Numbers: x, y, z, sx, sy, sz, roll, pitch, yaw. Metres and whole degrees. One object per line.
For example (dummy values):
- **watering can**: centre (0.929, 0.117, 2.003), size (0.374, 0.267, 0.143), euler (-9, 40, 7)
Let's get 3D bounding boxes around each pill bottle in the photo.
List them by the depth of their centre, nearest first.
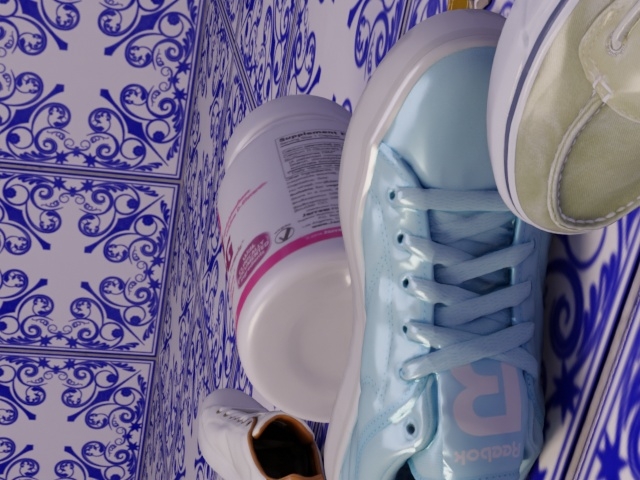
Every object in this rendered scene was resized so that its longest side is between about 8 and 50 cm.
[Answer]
- **pill bottle**: centre (0.000, 0.000, 0.927), size (0.283, 0.160, 0.160), euler (-106, 25, -57)

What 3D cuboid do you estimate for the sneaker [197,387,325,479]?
- **sneaker**: centre (-0.053, 0.215, 1.231), size (0.290, 0.106, 0.123), euler (-133, 53, -58)

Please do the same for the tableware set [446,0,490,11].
- **tableware set**: centre (0.104, -0.171, 0.845), size (0.104, 0.024, 0.154), euler (150, 123, -74)

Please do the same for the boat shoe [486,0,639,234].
- **boat shoe**: centre (0.151, -0.095, 0.447), size (0.302, 0.109, 0.094), euler (113, 156, -45)

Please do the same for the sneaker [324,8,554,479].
- **sneaker**: centre (0.086, 0.060, 0.652), size (0.150, 0.135, 0.365), euler (-122, 29, -56)
